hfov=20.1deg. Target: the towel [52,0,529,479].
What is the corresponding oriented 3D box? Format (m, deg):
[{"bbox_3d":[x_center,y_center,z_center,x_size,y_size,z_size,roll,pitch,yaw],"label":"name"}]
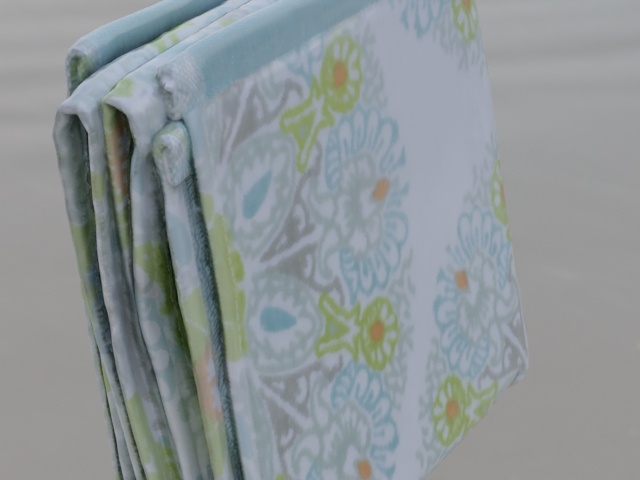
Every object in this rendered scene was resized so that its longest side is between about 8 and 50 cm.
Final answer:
[{"bbox_3d":[0.000,0.000,1.021,0.090,0.320,0.374,4,23,31],"label":"towel"}]
